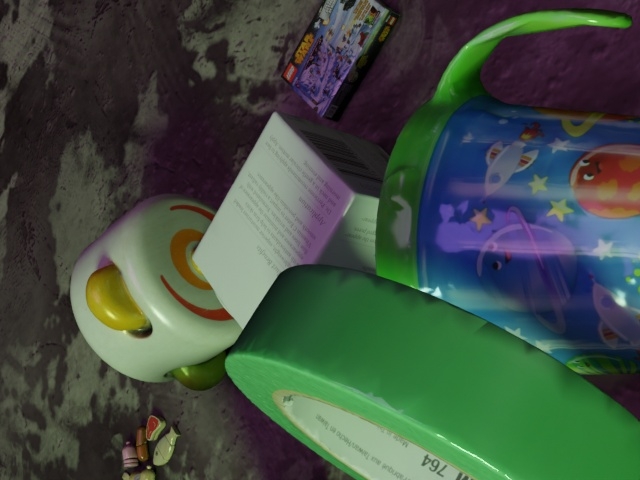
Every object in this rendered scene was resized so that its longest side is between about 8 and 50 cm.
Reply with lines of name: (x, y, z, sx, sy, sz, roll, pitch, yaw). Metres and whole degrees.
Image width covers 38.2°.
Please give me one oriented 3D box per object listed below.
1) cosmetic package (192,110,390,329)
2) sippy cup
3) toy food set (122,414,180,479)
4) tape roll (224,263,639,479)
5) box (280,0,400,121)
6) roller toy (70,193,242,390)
cosmetic package: (0.000, 0.000, 0.915, 0.151, 0.151, 0.183, 50, 117, 39)
sippy cup: (0.194, 0.002, 0.684, 0.224, 0.305, 0.240, 3, 49, 35)
toy food set: (-0.227, 0.274, 1.189, 0.078, 0.019, 0.122, 40, 111, 42)
tape roll: (0.086, 0.139, 0.654, 0.321, 0.321, 0.077, 13, 63, 46)
box: (0.019, -0.213, 1.023, 0.094, 0.027, 0.137, 49, 117, 37)
roller toy: (-0.170, 0.049, 1.046, 0.146, 0.209, 0.191, -34, 40, 35)
